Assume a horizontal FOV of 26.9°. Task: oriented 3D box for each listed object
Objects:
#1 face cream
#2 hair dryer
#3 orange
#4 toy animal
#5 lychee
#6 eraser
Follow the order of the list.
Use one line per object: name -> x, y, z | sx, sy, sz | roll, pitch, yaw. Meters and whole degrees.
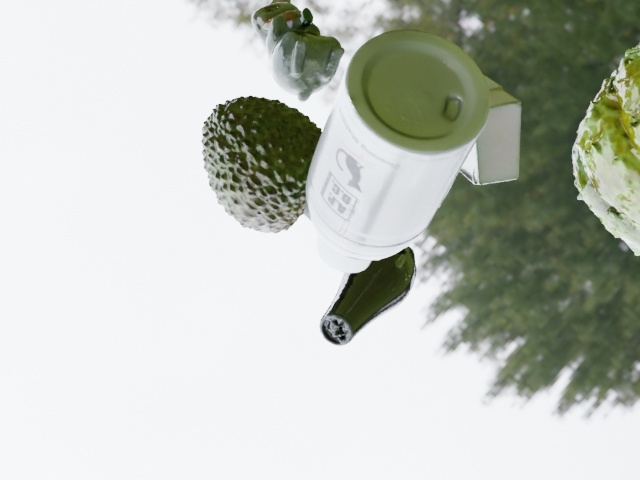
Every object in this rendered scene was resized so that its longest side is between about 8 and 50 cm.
face cream -> 0.058, -0.058, 1.416 | 0.145, 0.369, 0.145 | 5, -119, -9
hair dryer -> 0.000, 0.000, 1.745 | 0.271, 0.091, 0.235 | 47, -145, -1
orange -> 0.381, -0.105, 1.283 | 0.301, 0.300, 0.223 | -7, -117, -20
toy animal -> -0.060, -0.325, 2.153 | 0.108, 0.138, 0.236 | 2, -152, -36
lychee -> -0.069, -0.098, 1.602 | 0.171, 0.171, 0.171 | 30, -156, -15
eraser -> 0.218, -0.190, 2.050 | 0.086, 0.130, 0.287 | -10, -155, -13
